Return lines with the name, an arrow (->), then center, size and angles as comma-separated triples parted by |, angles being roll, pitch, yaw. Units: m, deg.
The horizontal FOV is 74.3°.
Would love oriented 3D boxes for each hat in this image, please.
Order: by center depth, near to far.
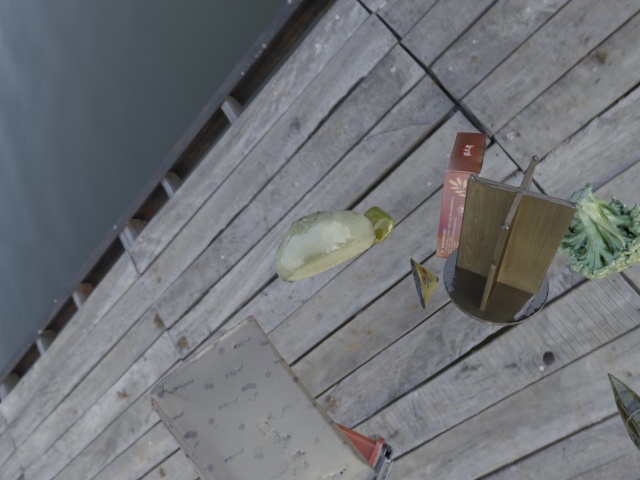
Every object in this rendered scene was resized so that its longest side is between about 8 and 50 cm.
hat -> 0.385, 0.147, 1.522 | 0.082, 0.193, 0.193 | -15, 81, 7

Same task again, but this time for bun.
bun -> 0.000, 0.000, 1.068 | 0.287, 0.287, 0.146 | -27, 84, 26

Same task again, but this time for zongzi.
zongzi -> 0.384, 0.215, 0.521 | 0.040, 0.076, 0.083 | -31, 41, 9

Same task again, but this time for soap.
soap -> 0.149, -0.045, 1.155 | 0.089, 0.045, 0.140 | -56, 27, 11

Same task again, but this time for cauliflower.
cauliflower -> 0.867, -0.034, 1.334 | 0.281, 0.327, 0.260 | 40, 145, 7

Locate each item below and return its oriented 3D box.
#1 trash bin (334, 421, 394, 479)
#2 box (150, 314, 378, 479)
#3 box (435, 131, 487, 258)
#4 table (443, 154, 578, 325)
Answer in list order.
trash bin -> 0.027, 0.466, 0.905 | 0.238, 0.184, 0.161 | 21, 64, 22
box -> -0.103, 0.310, 0.661 | 0.297, 0.190, 0.225 | 49, 148, 8
box -> 0.555, -0.176, 1.660 | 0.122, 0.344, 0.385 | 9, 129, 20
table -> 0.274, 0.001, 0.625 | 0.167, 0.227, 0.167 | -6, 53, 8
